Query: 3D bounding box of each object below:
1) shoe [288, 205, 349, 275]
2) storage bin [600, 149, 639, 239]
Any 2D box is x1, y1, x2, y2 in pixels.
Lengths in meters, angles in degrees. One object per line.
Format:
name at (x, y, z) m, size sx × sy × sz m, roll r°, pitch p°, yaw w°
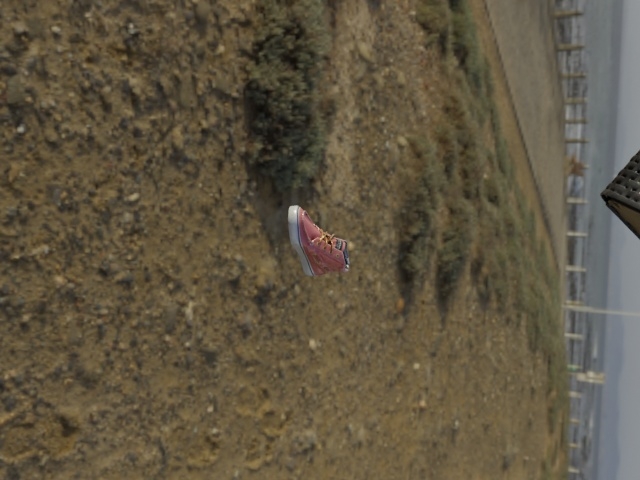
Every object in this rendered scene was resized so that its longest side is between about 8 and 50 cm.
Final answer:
shoe at (0.000, 0.000, 1.230) m, size 0.178 × 0.081 × 0.063 m, roll 72°, pitch 20°, yaw -52°
storage bin at (0.290, -0.005, 0.470) m, size 0.122 × 0.180 × 0.084 m, roll 37°, pitch 97°, yaw -27°
